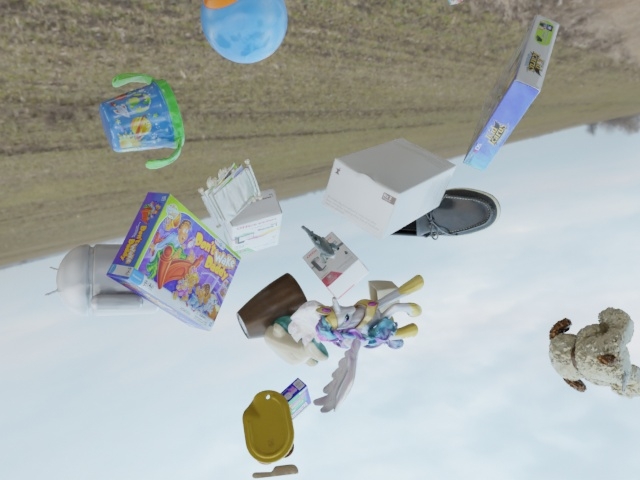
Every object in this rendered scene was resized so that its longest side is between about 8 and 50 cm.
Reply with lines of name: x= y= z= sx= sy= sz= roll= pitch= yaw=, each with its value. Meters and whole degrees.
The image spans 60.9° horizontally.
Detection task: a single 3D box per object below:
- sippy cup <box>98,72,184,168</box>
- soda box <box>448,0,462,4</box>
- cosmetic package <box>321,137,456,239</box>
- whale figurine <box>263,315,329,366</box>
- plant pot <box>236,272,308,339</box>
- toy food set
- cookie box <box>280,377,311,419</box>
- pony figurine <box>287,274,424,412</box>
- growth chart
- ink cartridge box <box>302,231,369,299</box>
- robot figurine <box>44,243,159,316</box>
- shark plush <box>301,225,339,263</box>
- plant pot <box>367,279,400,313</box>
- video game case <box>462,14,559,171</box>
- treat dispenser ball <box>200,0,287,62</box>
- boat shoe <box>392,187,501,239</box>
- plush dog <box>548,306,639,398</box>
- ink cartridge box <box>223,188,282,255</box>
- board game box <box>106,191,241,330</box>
sippy cup: x=-0.597 y=-0.396 z=1.802 sx=0.224 sy=0.240 sz=0.305 roll=-21 pitch=-137 yaw=-23
soda box: x=0.435 y=-0.893 z=1.833 sx=0.058 sy=0.183 sz=0.063 roll=-36 pitch=-156 yaw=-4
cosmetic package: x=0.206 y=-0.163 z=1.578 sx=0.217 sy=0.156 sz=0.385 roll=34 pitch=-144 yaw=25
whale figurine: x=-0.066 y=0.327 z=1.804 sx=0.272 sy=0.216 sz=0.141 roll=-9 pitch=-142 yaw=55
plant pot: x=-0.181 y=0.261 z=1.986 sx=0.230 sy=0.215 sz=0.215 roll=-24 pitch=-172 yaw=-19
toy food set: x=-0.120 y=0.491 z=1.370 sx=0.128 sy=0.217 sz=0.071 roll=-17 pitch=147 yaw=6
cookie box: x=-0.075 y=0.442 z=1.497 sx=0.092 sy=0.107 sz=0.040 roll=-38 pitch=-126 yaw=-24
pony figurine: x=0.090 y=0.245 z=1.470 sx=0.364 sy=0.302 sz=0.351 roll=-6 pitch=140 yaw=-34
growth chart: x=-0.265 y=-0.147 z=1.636 sx=0.021 sy=0.171 sz=0.237 roll=9 pitch=-144 yaw=33
ink cartridge box: x=0.053 y=0.088 z=2.012 sx=0.158 sy=0.092 sz=0.218 roll=-41 pitch=-141 yaw=-2
robot figurine: x=-0.569 y=0.109 z=1.525 sx=0.354 sy=0.199 sz=0.300 roll=0 pitch=-159 yaw=-20
shark plush: x=0.000 y=0.000 z=1.825 sx=0.073 sy=0.161 sz=0.067 roll=-35 pitch=160 yaw=6
plant pot: x=0.255 y=0.215 z=2.160 sx=0.096 sy=0.109 sz=0.109 roll=-13 pitch=-161 yaw=-11
video game case: x=0.432 y=-0.329 z=1.246 sx=0.269 sy=0.061 sz=0.244 roll=109 pitch=8 yaw=-58
treat dispenser ball: x=-0.254 y=-0.742 z=1.823 sx=0.288 sy=0.288 sz=0.288 roll=-13 pitch=-175 yaw=1
boat shoe: x=0.395 y=-0.091 z=1.992 sx=0.500 sy=0.186 sz=0.156 roll=1 pitch=-162 yaw=23
plush dog: x=0.767 y=0.337 z=1.568 sx=0.211 sy=0.262 sz=0.225 roll=-5 pitch=172 yaw=-36
ink cartridge box: x=-0.267 y=-0.063 z=2.121 sx=0.201 sy=0.117 sz=0.278 roll=-16 pitch=157 yaw=-16
board game box: x=-0.364 y=0.065 z=1.422 sx=0.078 sy=0.233 sz=0.347 roll=7 pitch=155 yaw=29
